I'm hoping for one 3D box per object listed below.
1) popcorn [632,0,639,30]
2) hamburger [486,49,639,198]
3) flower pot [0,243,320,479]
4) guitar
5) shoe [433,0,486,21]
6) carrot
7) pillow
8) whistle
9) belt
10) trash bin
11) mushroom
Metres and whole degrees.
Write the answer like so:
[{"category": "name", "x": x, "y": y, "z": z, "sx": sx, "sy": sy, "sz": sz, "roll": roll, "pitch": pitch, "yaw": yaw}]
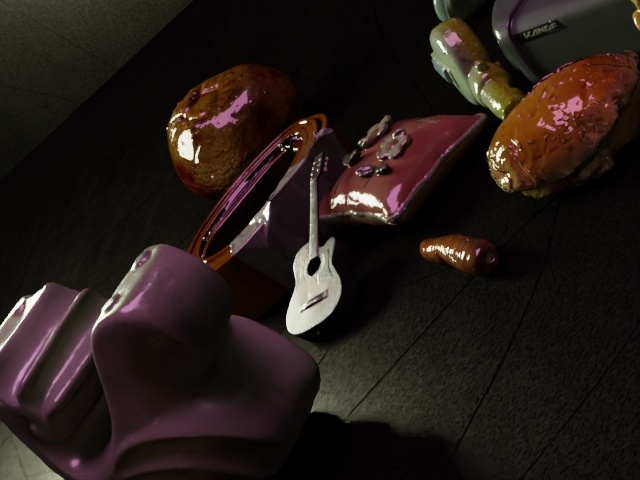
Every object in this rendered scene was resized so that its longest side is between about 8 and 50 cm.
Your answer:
[{"category": "popcorn", "x": 0.346, "y": -0.251, "z": 1.329, "sx": 0.163, "sy": 0.140, "sz": 0.194, "roll": -2, "pitch": 50, "yaw": 19}, {"category": "hamburger", "x": 0.228, "y": -0.100, "z": 1.350, "sx": 0.176, "sy": 0.087, "sz": 0.102, "roll": -38, "pitch": 19, "yaw": 16}, {"category": "flower pot", "x": -0.162, "y": 0.145, "z": 1.425, "sx": 0.367, "sy": 0.254, "sz": 0.165, "roll": -19, "pitch": 33, "yaw": 49}, {"category": "guitar", "x": 0.000, "y": 0.000, "z": 1.599, "sx": 0.088, "sy": 0.025, "sz": 0.233, "roll": -34, "pitch": 43, "yaw": 38}, {"category": "shoe", "x": 0.236, "y": -0.382, "z": 1.903, "sx": 0.100, "sy": 0.103, "sz": 0.251, "roll": 24, "pitch": 82, "yaw": 24}, {"category": "carrot", "x": 0.128, "y": 0.010, "z": 1.421, "sx": 0.036, "sy": 0.035, "sz": 0.165, "roll": -49, "pitch": 17, "yaw": -8}, {"category": "pillow", "x": 0.083, "y": -0.082, "z": 1.629, "sx": 0.171, "sy": 0.075, "sz": 0.179, "roll": -47, "pitch": 21, "yaw": -20}, {"category": "whistle", "x": 0.173, "y": -0.174, "z": 1.613, "sx": 0.057, "sy": 0.104, "sz": 0.198, "roll": -32, "pitch": 35, "yaw": 3}, {"category": "belt", "x": -0.053, "y": -0.027, "z": 1.760, "sx": 0.261, "sy": 0.105, "sz": 0.184, "roll": -48, "pitch": 21, "yaw": -8}, {"category": "trash bin", "x": 0.289, "y": -0.253, "z": 1.518, "sx": 0.236, "sy": 0.101, "sz": 0.177, "roll": -12, "pitch": 37, "yaw": 53}, {"category": "mushroom", "x": -0.134, "y": -0.161, "z": 2.138, "sx": 0.231, "sy": 0.138, "sz": 0.194, "roll": -36, "pitch": 22, "yaw": 28}]
